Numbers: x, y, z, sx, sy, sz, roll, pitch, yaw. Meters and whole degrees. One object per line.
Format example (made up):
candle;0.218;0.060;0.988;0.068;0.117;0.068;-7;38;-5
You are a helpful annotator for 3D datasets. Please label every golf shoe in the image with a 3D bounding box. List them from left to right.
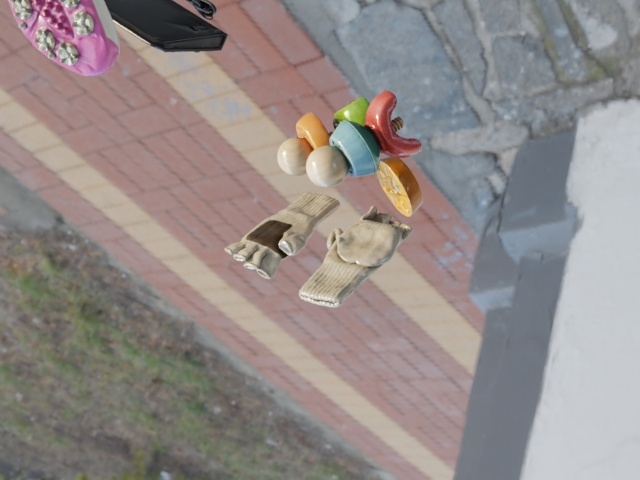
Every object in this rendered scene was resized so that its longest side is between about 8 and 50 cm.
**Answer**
golf shoe;-0.317;-0.328;1.102;0.115;0.140;0.306;-39;85;32

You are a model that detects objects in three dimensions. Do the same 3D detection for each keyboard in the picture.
keyboard;-0.249;-0.333;1.290;0.317;0.201;0.033;37;127;29

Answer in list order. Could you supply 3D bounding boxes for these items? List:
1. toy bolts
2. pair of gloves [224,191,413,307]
toy bolts;0.047;-0.105;1.386;0.218;0.158;0.228;59;170;-4
pair of gloves;0.000;0.000;1.384;0.240;0.204;0.042;21;138;39
